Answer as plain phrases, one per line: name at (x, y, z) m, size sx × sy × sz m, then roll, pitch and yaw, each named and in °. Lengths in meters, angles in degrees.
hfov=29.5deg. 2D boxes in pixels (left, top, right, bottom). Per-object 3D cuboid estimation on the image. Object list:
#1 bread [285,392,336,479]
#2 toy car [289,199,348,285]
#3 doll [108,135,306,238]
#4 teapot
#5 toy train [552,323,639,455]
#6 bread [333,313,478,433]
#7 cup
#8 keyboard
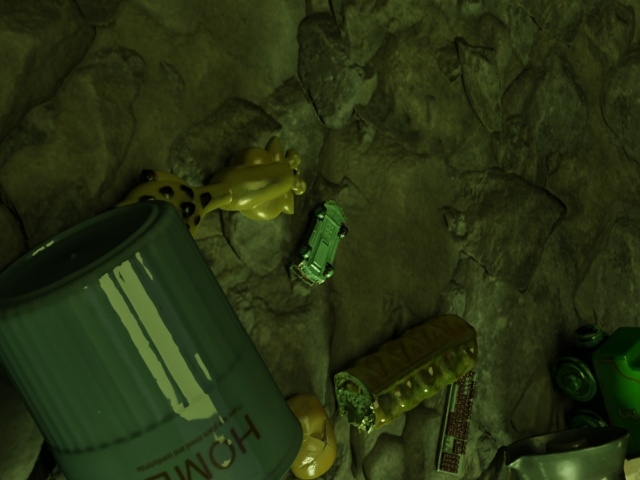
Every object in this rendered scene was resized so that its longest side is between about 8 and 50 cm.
bread at (-0.014, 0.264, 1.640) m, size 0.082 × 0.056 × 0.115 m, roll -30°, pitch 108°, yaw -39°
toy car at (0.000, 0.000, 1.681) m, size 0.059 × 0.035 × 0.122 m, roll 42°, pitch 53°, yaw -34°
doll at (-0.136, -0.055, 1.522) m, size 0.291 × 0.086 × 0.117 m, roll -23°, pitch 108°, yaw -39°
teapot at (0.441, 0.477, 1.921) m, size 0.300 × 0.253 × 0.343 m, roll -10°, pitch 90°, yaw -18°
toy train at (0.508, 0.257, 2.040) m, size 0.132 × 0.188 × 0.243 m, roll -34°, pitch 111°, yaw -41°
bread at (0.133, 0.186, 1.762) m, size 0.269 × 0.098 × 0.087 m, roll -25°, pitch 147°, yaw -41°
cup at (-0.232, 0.152, 1.349) m, size 0.311 × 0.331 × 0.257 m, roll 64°, pitch 17°, yaw -18°
keyboard at (0.213, 0.279, 1.879) m, size 0.055 × 0.017 × 0.165 m, roll 22°, pitch 73°, yaw -40°
